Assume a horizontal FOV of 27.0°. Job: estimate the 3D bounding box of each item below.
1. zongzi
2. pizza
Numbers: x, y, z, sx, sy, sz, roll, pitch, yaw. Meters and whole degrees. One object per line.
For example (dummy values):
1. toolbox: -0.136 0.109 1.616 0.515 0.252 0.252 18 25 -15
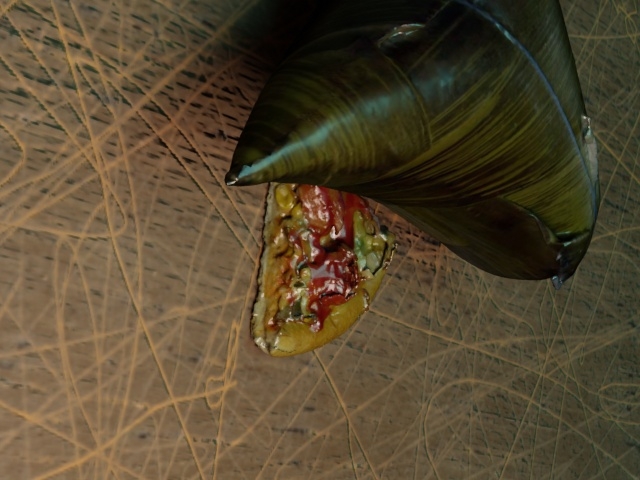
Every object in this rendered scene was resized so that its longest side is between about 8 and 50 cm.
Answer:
1. zongzi: 0.087 -0.044 1.116 0.432 0.208 0.403 -57 136 -39
2. pizza: 0.000 0.000 1.151 0.201 0.053 0.193 -46 128 -38
